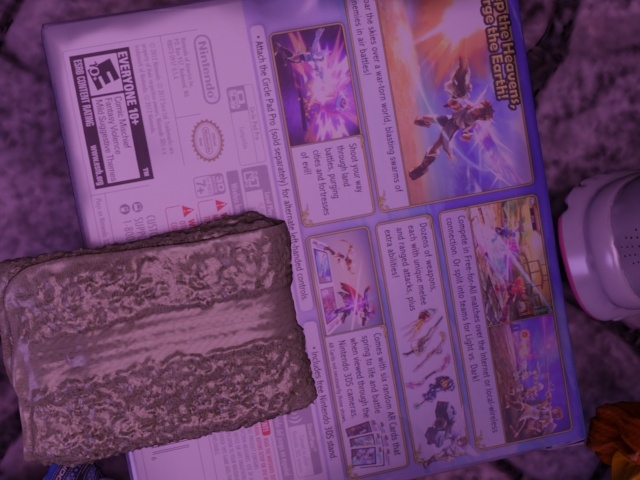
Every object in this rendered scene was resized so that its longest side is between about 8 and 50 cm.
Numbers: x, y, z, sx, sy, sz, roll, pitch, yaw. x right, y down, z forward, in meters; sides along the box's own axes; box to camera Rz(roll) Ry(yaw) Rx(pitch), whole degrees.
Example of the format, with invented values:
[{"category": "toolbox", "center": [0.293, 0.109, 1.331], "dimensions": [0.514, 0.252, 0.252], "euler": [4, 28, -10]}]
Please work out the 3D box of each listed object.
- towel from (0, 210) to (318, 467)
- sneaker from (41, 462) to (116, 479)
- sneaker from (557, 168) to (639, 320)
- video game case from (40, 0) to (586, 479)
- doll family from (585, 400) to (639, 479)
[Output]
[{"category": "towel", "center": [-0.080, 0.050, 0.538], "dimensions": [0.148, 0.027, 0.110], "euler": [-11, 97, -8]}, {"category": "sneaker", "center": [-0.165, 0.160, 0.586], "dimensions": [0.135, 0.052, 0.058], "euler": [-40, 76, 4]}, {"category": "sneaker", "center": [0.257, -0.020, 0.594], "dimensions": [0.252, 0.111, 0.103], "euler": [-23, 98, -26]}, {"category": "video game case", "center": [0.000, 0.000, 0.592], "dimensions": [0.244, 0.061, 0.269], "euler": [-11, 96, -7]}, {"category": "doll family", "center": [0.241, 0.120, 0.582], "dimensions": [0.263, 0.163, 0.118], "euler": [-13, 115, -26]}]
